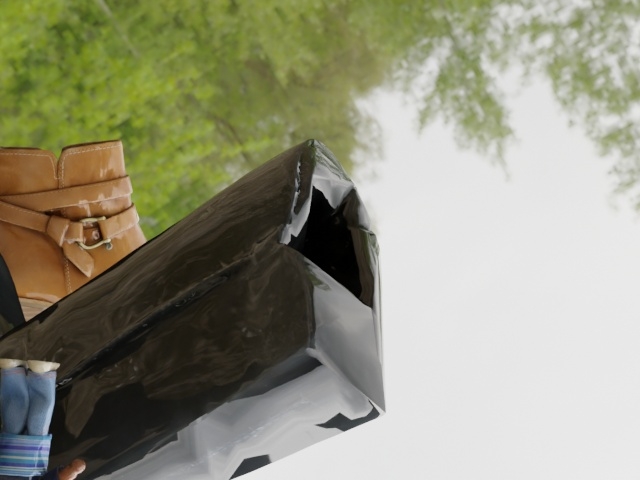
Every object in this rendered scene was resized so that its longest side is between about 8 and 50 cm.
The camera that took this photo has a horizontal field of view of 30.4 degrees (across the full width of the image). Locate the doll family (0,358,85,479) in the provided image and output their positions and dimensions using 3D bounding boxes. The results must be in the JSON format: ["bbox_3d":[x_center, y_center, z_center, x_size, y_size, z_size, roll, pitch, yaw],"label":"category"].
[{"bbox_3d":[-0.229,0.126,0.714,0.193,0.111,0.076,-3,168,36],"label":"doll family"}]

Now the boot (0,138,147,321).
[{"bbox_3d":[-0.201,0.008,1.185,0.284,0.220,0.109,-1,-175,-13],"label":"boot"}]

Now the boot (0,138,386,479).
[{"bbox_3d":[-0.168,0.044,0.902,0.445,0.146,0.366,-33,-126,29],"label":"boot"}]
